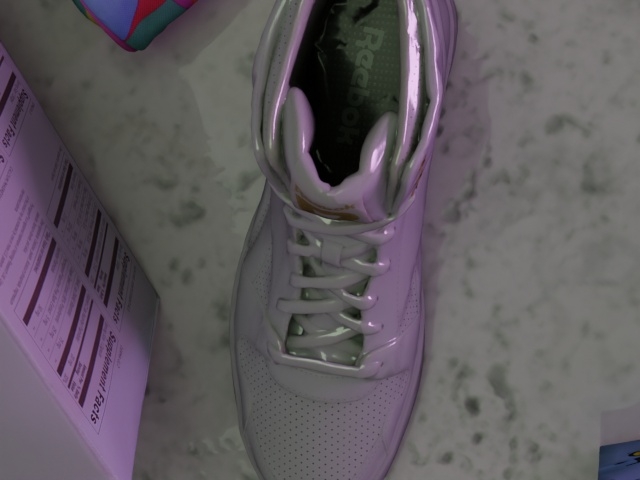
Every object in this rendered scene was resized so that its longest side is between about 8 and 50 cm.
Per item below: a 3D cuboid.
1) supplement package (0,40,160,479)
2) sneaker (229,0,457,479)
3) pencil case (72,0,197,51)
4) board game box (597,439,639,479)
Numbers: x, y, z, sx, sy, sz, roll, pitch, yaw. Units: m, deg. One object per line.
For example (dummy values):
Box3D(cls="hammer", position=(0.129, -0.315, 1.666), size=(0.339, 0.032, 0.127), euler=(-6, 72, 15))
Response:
Box3D(cls="supplement package", position=(-0.228, 0.008, 0.719), size=(0.199, 0.198, 0.262), euler=(-25, 113, 10))
Box3D(cls="sneaker", position=(0.000, 0.000, 0.738), size=(0.108, 0.169, 0.292), euler=(7, 94, 9))
Box3D(cls="pencil case", position=(-0.042, -0.202, 0.776), size=(0.236, 0.104, 0.104), euler=(-42, 84, 10))
Box3D(cls="board game box", position=(0.275, 0.148, 0.700), size=(0.275, 0.144, 0.142), euler=(-12, 90, 11))
